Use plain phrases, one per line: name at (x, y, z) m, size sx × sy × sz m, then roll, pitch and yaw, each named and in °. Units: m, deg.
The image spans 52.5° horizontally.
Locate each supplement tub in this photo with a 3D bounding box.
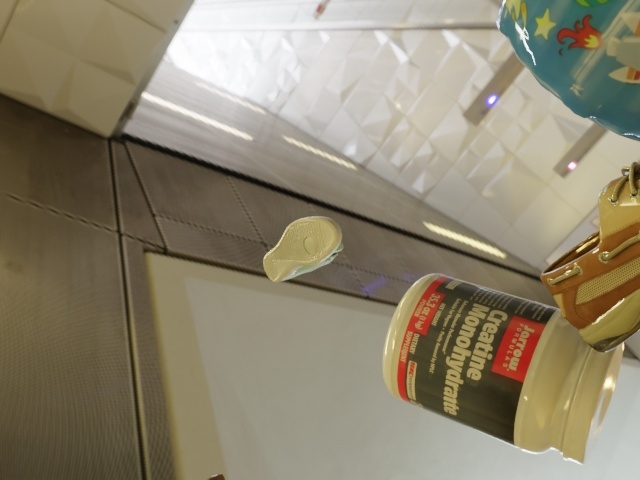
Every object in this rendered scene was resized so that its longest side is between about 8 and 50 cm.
supplement tub at (0.239, 0.165, 0.871) m, size 0.272 × 0.191 × 0.191 m, roll 16°, pitch -171°, yaw 31°

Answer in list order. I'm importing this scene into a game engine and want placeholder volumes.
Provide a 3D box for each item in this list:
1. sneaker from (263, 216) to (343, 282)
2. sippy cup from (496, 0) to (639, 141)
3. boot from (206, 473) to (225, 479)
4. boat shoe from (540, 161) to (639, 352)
sneaker at (0.000, 0.000, 1.307) m, size 0.151 × 0.256 × 0.094 m, roll -21°, pitch -97°, yaw -36°
sippy cup at (0.223, -0.180, 0.354) m, size 0.305 × 0.224 × 0.240 m, roll 43°, pitch -134°, yaw 14°
boot at (-0.208, 0.406, 0.994) m, size 0.042 × 0.087 × 0.118 m, roll 64°, pitch -151°, yaw -8°
boat shoe at (0.316, -0.014, 0.611) m, size 0.120 × 0.324 × 0.123 m, roll 44°, pitch -130°, yaw 16°
